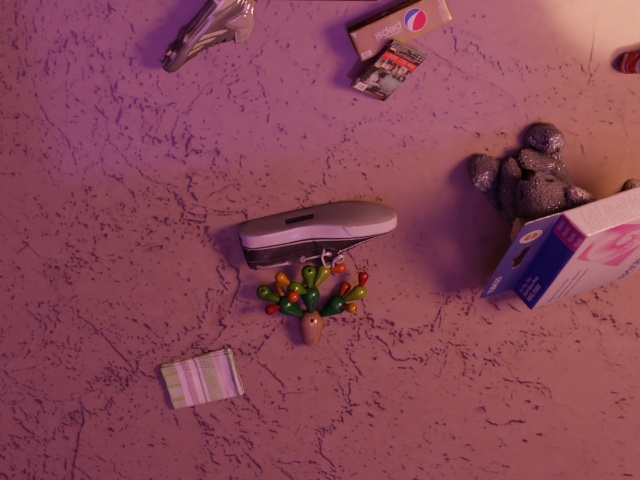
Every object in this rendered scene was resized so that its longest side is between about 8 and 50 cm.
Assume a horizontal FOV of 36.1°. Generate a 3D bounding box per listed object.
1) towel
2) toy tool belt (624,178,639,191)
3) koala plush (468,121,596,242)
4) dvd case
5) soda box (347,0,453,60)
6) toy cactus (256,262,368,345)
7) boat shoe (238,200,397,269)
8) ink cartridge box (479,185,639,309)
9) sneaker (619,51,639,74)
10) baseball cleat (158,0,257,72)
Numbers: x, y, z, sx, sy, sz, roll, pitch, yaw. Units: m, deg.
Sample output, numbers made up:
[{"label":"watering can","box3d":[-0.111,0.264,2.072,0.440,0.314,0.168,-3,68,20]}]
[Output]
[{"label":"towel","box3d":[-0.244,0.288,2.025,0.152,0.023,0.113,-14,110,1]},{"label":"toy tool belt","box3d":[0.643,-0.095,1.932,0.083,0.051,0.052,-2,111,-4]},{"label":"koala plush","box3d":[0.412,-0.078,1.830,0.196,0.221,0.203,-28,110,6]},{"label":"dvd case","box3d":[0.124,-0.310,1.793,0.087,0.013,0.119,16,130,-40]},{"label":"soda box","box3d":[0.143,-0.391,1.776,0.181,0.061,0.058,-23,110,5]},{"label":"toy cactus","box3d":[-0.013,0.133,1.952,0.219,0.112,0.180,-7,121,-11]},{"label":"boat shoe","box3d":[0.000,0.002,1.889,0.306,0.113,0.105,-11,118,3]},{"label":"ink cartridge box","box3d":[0.487,0.021,1.812,0.330,0.071,0.324,-19,157,-14]},{"label":"sneaker","box3d":[0.615,-0.343,1.847,0.118,0.067,0.042,-26,111,-27]},{"label":"baseball cleat","box3d":[-0.192,-0.363,1.757,0.109,0.072,0.206,32,114,-29]}]
